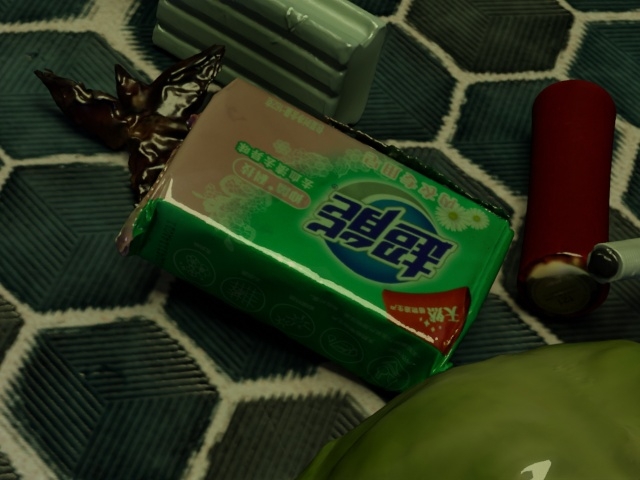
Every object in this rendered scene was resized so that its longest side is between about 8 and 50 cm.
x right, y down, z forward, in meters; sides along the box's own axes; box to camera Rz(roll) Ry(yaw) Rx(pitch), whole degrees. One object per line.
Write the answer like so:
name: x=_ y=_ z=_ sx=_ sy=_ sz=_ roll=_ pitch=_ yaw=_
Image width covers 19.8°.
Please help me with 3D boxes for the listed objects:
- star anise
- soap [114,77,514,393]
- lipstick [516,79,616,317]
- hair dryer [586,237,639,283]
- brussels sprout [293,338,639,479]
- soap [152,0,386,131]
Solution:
star anise: x=-0.128 y=-0.102 z=1.575 sx=0.157 sy=0.053 sz=0.212 roll=-29 pitch=62 yaw=-26
soap: x=-0.001 y=0.001 z=1.456 sx=0.273 sy=0.098 sz=0.218 roll=28 pitch=54 yaw=3
lipstick: x=0.215 y=-0.040 z=1.591 sx=0.080 sy=0.080 sz=0.241 roll=13 pitch=44 yaw=-2
hair dryer: x=0.301 y=0.015 z=1.517 sx=0.236 sy=0.073 sz=0.131 roll=-2 pitch=43 yaw=-50
brussels sprout: x=0.102 y=0.266 z=1.091 sx=0.425 sy=0.342 sz=0.361 roll=-46 pitch=24 yaw=-9
soap: x=-0.048 y=-0.184 z=1.634 sx=0.198 sy=0.119 sz=0.066 roll=32 pitch=45 yaw=16
